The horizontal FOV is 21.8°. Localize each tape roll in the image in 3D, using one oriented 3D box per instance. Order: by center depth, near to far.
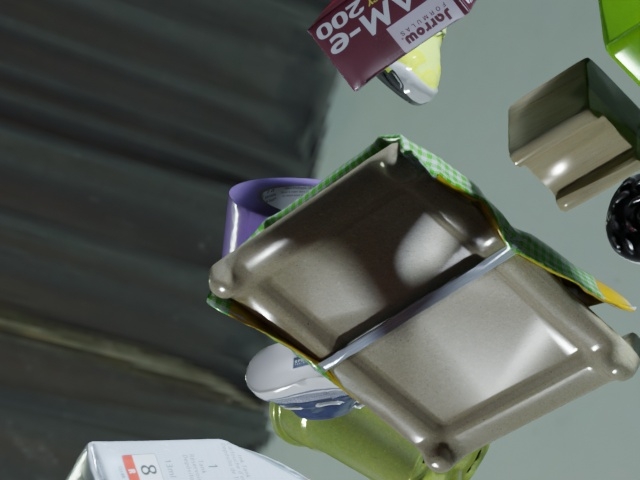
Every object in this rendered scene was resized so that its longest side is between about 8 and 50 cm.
[{"bbox_3d":[0.000,0.000,1.624,0.189,0.189,0.080,31,119,57],"label":"tape roll"}]

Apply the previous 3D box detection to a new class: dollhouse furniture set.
[{"bbox_3d":[0.116,-0.030,0.884,0.301,0.197,0.151,-33,28,34],"label":"dollhouse furniture set"}]

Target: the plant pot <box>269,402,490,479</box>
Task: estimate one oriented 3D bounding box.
[{"bbox_3d":[0.109,0.257,2.476,0.254,0.276,0.276,36,107,34],"label":"plant pot"}]

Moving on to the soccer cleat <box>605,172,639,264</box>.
[{"bbox_3d":[0.393,0.004,1.411,0.318,0.116,0.108,14,91,50],"label":"soccer cleat"}]

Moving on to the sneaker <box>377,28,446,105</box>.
[{"bbox_3d":[0.123,-0.358,2.286,0.147,0.145,0.384,-27,51,30],"label":"sneaker"}]

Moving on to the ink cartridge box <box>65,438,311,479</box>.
[{"bbox_3d":[-0.056,0.151,0.802,0.145,0.179,0.045,-57,49,34],"label":"ink cartridge box"}]

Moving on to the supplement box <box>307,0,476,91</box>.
[{"bbox_3d":[0.087,-0.233,1.461,0.130,0.073,0.239,-33,14,29],"label":"supplement box"}]

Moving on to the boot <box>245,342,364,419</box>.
[{"bbox_3d":[0.028,0.122,1.547,0.190,0.086,0.069,-12,57,38],"label":"boot"}]
